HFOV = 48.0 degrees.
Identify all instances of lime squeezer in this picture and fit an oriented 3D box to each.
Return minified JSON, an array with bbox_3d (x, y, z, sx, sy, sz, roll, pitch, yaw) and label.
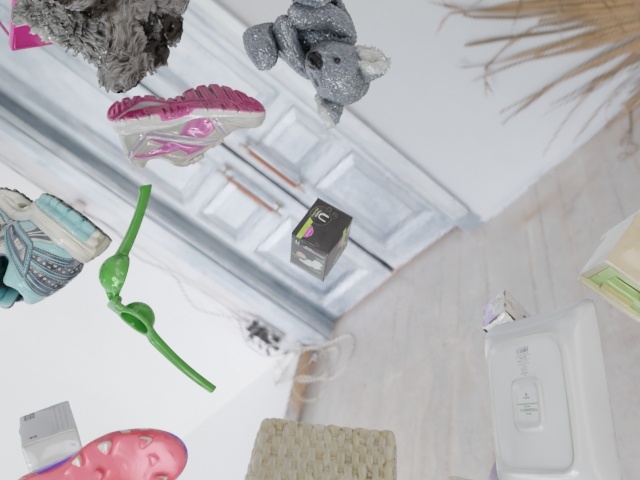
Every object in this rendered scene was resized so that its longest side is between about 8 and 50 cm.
[{"bbox_3d":[-0.243,0.078,0.992,0.059,0.310,0.110,-27,-11,38],"label":"lime squeezer"}]

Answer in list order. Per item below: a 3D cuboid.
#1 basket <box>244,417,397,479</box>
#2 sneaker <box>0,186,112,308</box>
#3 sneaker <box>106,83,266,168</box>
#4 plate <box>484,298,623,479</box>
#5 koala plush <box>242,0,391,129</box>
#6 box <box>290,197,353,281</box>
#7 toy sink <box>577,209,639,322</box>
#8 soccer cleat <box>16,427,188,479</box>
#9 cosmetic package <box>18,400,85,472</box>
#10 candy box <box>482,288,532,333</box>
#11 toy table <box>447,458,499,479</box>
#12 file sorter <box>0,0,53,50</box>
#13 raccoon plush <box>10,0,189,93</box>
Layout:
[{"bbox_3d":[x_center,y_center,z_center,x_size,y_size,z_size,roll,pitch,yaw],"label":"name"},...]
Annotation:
[{"bbox_3d":[0.003,0.578,1.502,0.331,0.329,0.266,-75,-12,-62],"label":"basket"},{"bbox_3d":[-0.358,0.013,0.841,0.283,0.110,0.122,0,49,55],"label":"sneaker"},{"bbox_3d":[-0.214,-0.183,1.182,0.103,0.252,0.111,-112,17,-52],"label":"sneaker"},{"bbox_3d":[0.327,0.246,1.084,0.277,0.045,0.277,139,131,-65],"label":"plate"},{"bbox_3d":[0.016,-0.328,1.290,0.196,0.221,0.203,-45,-25,22],"label":"koala plush"},{"bbox_3d":[0.000,0.000,0.874,0.062,0.052,0.083,-56,-11,-23],"label":"box"},{"bbox_3d":[0.590,0.058,1.345,0.131,0.153,0.234,-52,-10,-7],"label":"toy sink"},{"bbox_3d":[-0.258,0.272,0.834,0.248,0.083,0.095,-25,-4,11],"label":"soccer cleat"},{"bbox_3d":[-0.384,0.377,1.100,0.086,0.231,0.117,-17,17,-21],"label":"cosmetic package"},{"bbox_3d":[0.458,0.221,1.623,0.070,0.196,0.165,-45,-1,19],"label":"candy box"},{"bbox_3d":[0.349,0.444,1.196,0.252,0.161,0.274,-1,77,26],"label":"toy table"},{"bbox_3d":[-0.586,-0.583,1.613,0.291,0.182,0.202,-24,-23,-39],"label":"file sorter"},{"bbox_3d":[-0.381,-0.414,1.039,0.216,0.299,0.446,-57,-15,-15],"label":"raccoon plush"}]
